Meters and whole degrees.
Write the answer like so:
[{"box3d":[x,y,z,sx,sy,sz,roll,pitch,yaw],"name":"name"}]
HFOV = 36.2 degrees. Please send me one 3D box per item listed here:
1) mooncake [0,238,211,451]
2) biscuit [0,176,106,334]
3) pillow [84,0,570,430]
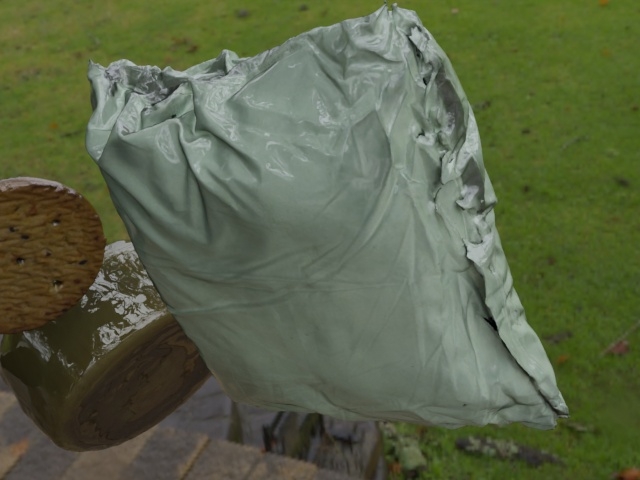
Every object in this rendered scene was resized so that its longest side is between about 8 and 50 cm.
[{"box3d":[-0.254,0.127,1.231,0.284,0.284,0.155,-31,66,-29],"name":"mooncake"},{"box3d":[-0.310,0.017,0.996,0.188,0.188,0.027,-23,43,-20],"name":"biscuit"},{"box3d":[0.000,0.000,0.636,0.283,0.310,0.138,2,38,36],"name":"pillow"}]
